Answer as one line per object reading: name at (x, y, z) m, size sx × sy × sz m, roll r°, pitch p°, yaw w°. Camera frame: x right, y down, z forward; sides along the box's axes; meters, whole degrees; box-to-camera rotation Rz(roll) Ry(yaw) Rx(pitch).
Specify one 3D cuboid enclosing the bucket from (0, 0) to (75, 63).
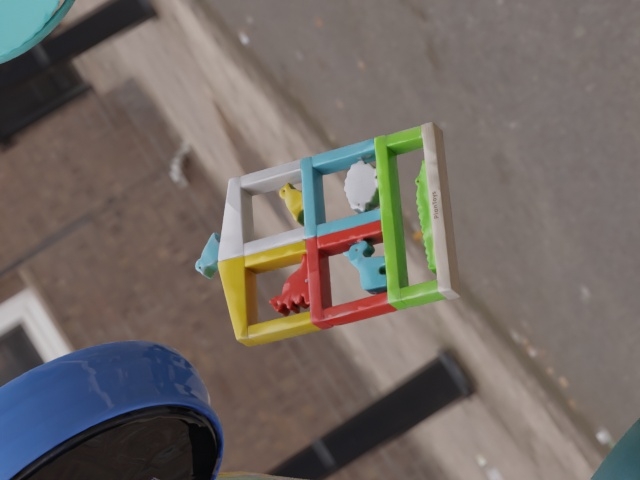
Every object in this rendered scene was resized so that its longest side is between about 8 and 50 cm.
bucket at (-0.323, -0.290, 1.336) m, size 0.183 × 0.281 × 0.281 m, roll -94°, pitch -19°, yaw -55°

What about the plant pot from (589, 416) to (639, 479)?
plant pot at (0.439, 0.356, 1.803) m, size 0.235 × 0.293 × 0.293 m, roll 35°, pitch 162°, yaw 28°

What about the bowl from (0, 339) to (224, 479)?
bowl at (-0.257, 0.267, 1.519) m, size 0.077 × 0.391 × 0.391 m, roll 45°, pitch 167°, yaw 27°

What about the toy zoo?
toy zoo at (0.000, 0.000, 1.660) m, size 0.030 × 0.293 × 0.192 m, roll 36°, pitch -136°, yaw -56°

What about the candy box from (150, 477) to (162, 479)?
candy box at (-0.105, 0.314, 1.358) m, size 0.070 × 0.165 × 0.196 m, roll 27°, pitch 171°, yaw -35°

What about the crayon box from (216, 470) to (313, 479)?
crayon box at (-0.055, 0.321, 1.807) m, size 0.323 × 0.203 × 0.083 m, roll -1°, pitch 85°, yaw 46°
